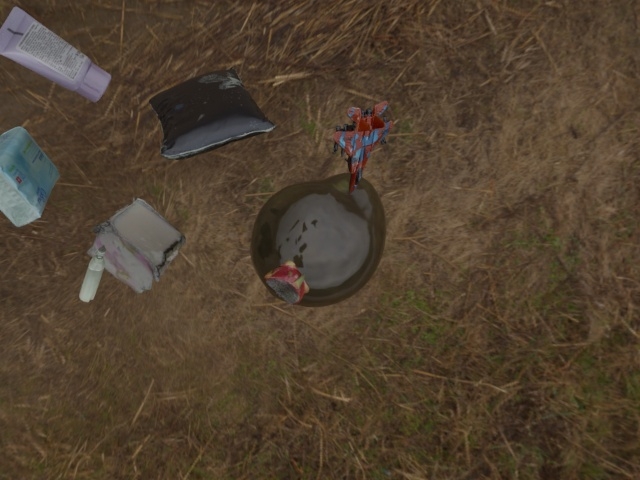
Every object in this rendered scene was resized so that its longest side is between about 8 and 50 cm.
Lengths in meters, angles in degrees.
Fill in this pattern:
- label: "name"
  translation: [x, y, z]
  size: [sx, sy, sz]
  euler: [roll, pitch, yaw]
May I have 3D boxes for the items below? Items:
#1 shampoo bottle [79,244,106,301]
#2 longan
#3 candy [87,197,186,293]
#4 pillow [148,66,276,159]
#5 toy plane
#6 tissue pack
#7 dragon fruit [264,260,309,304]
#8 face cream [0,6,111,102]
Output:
- label: "shampoo bottle"
  translation: [-0.472, 0.067, 1.196]
  size: [0.034, 0.049, 0.141]
  euler: [23, 127, -14]
- label: "longan"
  translation: [0.000, 0.000, 1.542]
  size: [0.336, 0.404, 0.404]
  euler: [37, 79, 29]
- label: "candy"
  translation: [-0.458, 0.015, 1.430]
  size: [0.195, 0.184, 0.137]
  euler: [41, 119, -9]
- label: "pillow"
  translation: [-0.150, -0.170, 0.754]
  size: [0.141, 0.208, 0.055]
  euler: [-19, 128, -8]
- label: "toy plane"
  translation: [0.067, -0.164, 1.041]
  size: [0.130, 0.189, 0.061]
  euler: [-18, 56, -29]
- label: "tissue pack"
  translation: [-0.784, -0.174, 1.498]
  size: [0.089, 0.263, 0.177]
  euler: [-26, 122, 5]
- label: "dragon fruit"
  translation: [-0.055, 0.075, 1.075]
  size: [0.083, 0.060, 0.056]
  euler: [47, 47, -16]
- label: "face cream"
  translation: [-0.690, -0.471, 1.492]
  size: [0.274, 0.096, 0.154]
  euler: [32, 57, -33]
